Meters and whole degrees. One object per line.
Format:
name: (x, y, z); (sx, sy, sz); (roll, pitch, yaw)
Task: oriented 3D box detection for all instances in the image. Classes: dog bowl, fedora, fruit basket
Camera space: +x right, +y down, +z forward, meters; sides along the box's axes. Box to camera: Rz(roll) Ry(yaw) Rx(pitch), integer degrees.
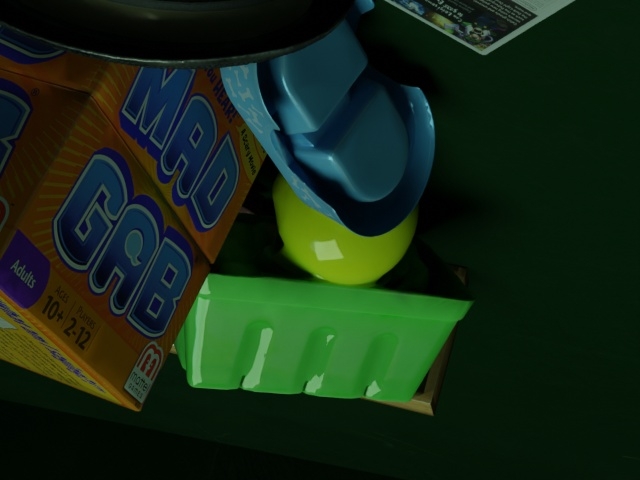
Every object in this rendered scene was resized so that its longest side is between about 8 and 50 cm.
dog bowl: (0.007, -0.134, 1.192); (0.074, 0.166, 0.297); (15, 151, 42)
fedora: (-0.128, -0.265, 0.937); (0.334, 0.334, 0.152); (14, 128, 8)
fruit basket: (0.000, 0.000, 1.474); (0.392, 0.392, 0.283); (27, -169, -24)

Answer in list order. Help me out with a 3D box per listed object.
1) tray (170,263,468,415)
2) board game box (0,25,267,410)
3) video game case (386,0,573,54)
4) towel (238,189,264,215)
tray: (-0.013, 0.102, 1.751); (0.411, 0.203, 0.076); (12, 159, 15)
board game box: (-0.310, -0.095, 1.230); (0.356, 0.356, 0.356); (18, 160, 21)
video game case: (0.117, -0.239, 1.060); (0.190, 0.022, 0.173); (25, 157, -20)
towel: (-0.261, -0.112, 1.653); (0.329, 0.037, 0.237); (34, 155, -33)
